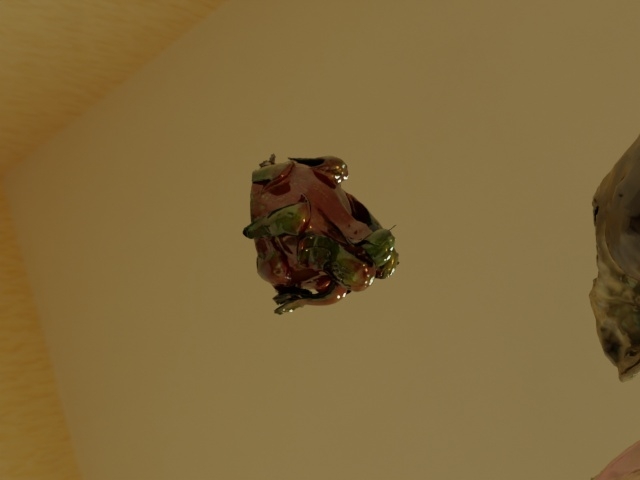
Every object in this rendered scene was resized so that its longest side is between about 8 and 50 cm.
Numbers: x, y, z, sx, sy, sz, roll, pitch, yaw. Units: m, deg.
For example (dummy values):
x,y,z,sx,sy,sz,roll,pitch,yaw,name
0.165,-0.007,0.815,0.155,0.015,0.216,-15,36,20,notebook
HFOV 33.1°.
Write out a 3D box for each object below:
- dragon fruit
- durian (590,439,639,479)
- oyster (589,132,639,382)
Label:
x,y,z,sx,sy,sz,roll,pitch,yaw,name
0.000,0.000,0.893,0.175,0.138,0.142,16,-100,37,dragon fruit
0.245,0.127,0.671,0.224,0.140,0.078,-23,-124,39,durian
0.169,-0.006,0.299,0.232,0.107,0.162,-19,-140,52,oyster
